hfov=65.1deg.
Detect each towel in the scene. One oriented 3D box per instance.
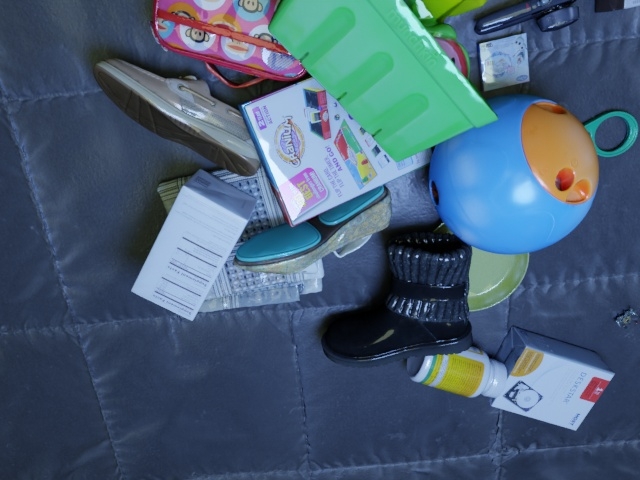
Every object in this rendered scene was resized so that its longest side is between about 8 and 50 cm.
[{"bbox_3d":[-0.163,0.002,1.075,0.312,0.056,0.324,-10,112,3],"label":"towel"}]

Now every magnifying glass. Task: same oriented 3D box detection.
[{"bbox_3d":[0.528,-0.212,1.023,0.230,0.026,0.092,-6,112,-1],"label":"magnifying glass"}]

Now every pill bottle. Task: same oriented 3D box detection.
[{"bbox_3d":[0.318,0.296,1.166,0.208,0.117,0.118,18,110,-8],"label":"pill bottle"}]

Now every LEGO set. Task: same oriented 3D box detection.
[{"bbox_3d":[0.728,0.182,1.183,0.083,0.023,0.054,12,114,-20],"label":"LEGO set"}]

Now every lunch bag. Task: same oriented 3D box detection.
[{"bbox_3d":[-0.142,-0.405,0.889,0.293,0.120,0.258,13,115,-7],"label":"lunch bag"}]

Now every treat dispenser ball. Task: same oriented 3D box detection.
[{"bbox_3d":[0.344,-0.118,0.912,0.288,0.288,0.288,0,111,-1],"label":"treat dispenser ball"}]

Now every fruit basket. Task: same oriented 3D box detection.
[{"bbox_3d":[0.152,-0.365,0.758,0.391,0.283,0.392,0,124,1],"label":"fruit basket"}]

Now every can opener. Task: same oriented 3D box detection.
[{"bbox_3d":[0.377,-0.417,0.916,0.186,0.059,0.073,-10,80,7],"label":"can opener"}]

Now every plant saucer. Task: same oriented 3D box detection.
[{"bbox_3d":[0.334,0.043,1.110,0.240,0.037,0.241,0,112,-1],"label":"plant saucer"}]

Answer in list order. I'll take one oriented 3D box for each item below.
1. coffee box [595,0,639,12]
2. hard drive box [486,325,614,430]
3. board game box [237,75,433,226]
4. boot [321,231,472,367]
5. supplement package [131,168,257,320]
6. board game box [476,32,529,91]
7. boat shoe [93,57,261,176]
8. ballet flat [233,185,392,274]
[{"bbox_3d":[0.624,-0.498,0.870,0.246,0.098,0.141,-11,111,3],"label":"coffee box"},{"bbox_3d":[0.536,0.330,1.199,0.232,0.089,0.181,17,111,-8],"label":"hard drive box"},{"bbox_3d":[0.037,-0.201,0.948,0.316,0.064,0.242,-24,110,-9],"label":"board game box"},{"bbox_3d":[0.151,0.121,1.063,0.347,0.131,0.260,-11,120,8],"label":"boot"},{"bbox_3d":[-0.245,0.008,0.987,0.133,0.139,0.244,29,108,-10],"label":"supplement package"},{"bbox_3d":[0.353,-0.343,0.968,0.090,0.020,0.090,-12,110,3],"label":"board game box"},{"bbox_3d":[-0.254,-0.250,0.955,0.341,0.121,0.110,30,70,-17],"label":"boat shoe"},{"bbox_3d":[0.000,0.000,1.004,0.348,0.123,0.123,-29,111,-16],"label":"ballet flat"}]
